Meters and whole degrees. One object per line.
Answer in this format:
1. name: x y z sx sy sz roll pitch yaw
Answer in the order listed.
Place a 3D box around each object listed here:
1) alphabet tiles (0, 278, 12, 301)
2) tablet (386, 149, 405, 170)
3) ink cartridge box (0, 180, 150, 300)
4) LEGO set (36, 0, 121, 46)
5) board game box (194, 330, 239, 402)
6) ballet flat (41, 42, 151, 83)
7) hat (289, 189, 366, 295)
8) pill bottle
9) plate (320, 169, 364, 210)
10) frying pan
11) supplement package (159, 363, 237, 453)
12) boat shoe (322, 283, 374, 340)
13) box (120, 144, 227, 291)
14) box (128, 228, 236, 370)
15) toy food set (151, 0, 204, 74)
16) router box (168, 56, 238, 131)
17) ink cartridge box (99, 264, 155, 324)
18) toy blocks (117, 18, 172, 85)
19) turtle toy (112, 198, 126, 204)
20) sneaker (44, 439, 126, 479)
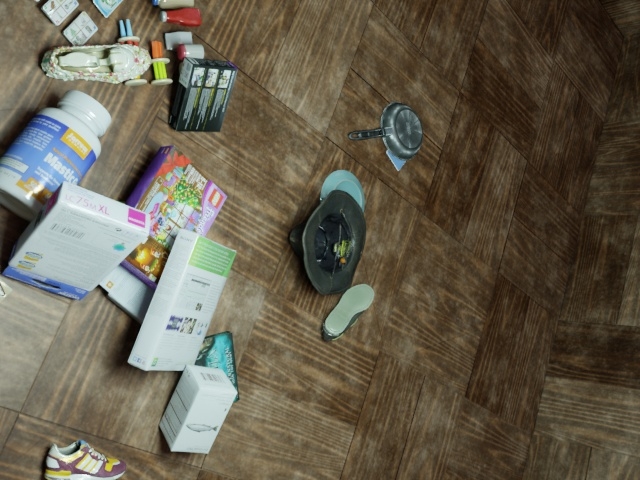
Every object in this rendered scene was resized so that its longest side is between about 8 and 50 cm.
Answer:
1. alphabet tiles: -0.743 0.147 1.368 0.198 0.009 0.237 53 58 -28
2. tablet: 0.249 -0.277 2.265 0.083 0.006 0.054 53 58 -27
3. ink cartridge box: -0.506 0.011 1.406 0.186 0.311 0.065 24 44 -33
4. LEGO set: -0.544 -0.581 1.550 0.244 0.060 0.182 -59 137 -24
5. board game box: -0.275 0.338 1.772 0.126 0.026 0.186 -11 96 -42
6. ballet flat: -0.489 -0.394 1.522 0.241 0.077 0.091 -13 98 -26
7. hat: 0.000 0.000 1.953 0.331 0.134 0.331 -23 117 -55
8. pill bottle: -0.560 -0.180 1.441 0.152 0.152 0.272 44 63 -32
9. plate: 0.075 -0.122 2.095 0.188 0.024 0.188 0 90 -43
10. frying pan: 0.227 -0.376 2.223 0.326 0.053 0.197 17 73 -41
11. supplement package: -0.296 0.406 1.653 0.105 0.105 0.179 16 105 -36
12. boat shoe: 0.079 0.215 2.067 0.081 0.068 0.228 40 50 11
13. box: -0.360 -0.047 1.607 0.201 0.057 0.293 46 59 -40
14. box: -0.315 0.147 1.612 0.322 0.058 0.232 -68 162 -5
15. toy food set: -0.356 -0.513 1.659 0.105 0.111 0.232 -9 95 -32
16. router box: -0.290 -0.356 1.697 0.133 0.046 0.179 -6 129 -42
17. ink cartridge box: -0.405 0.078 1.647 0.224 0.045 0.223 49 58 -29
18. toy blocks: -0.420 -0.448 1.637 0.123 0.054 0.148 -13 97 -41
19. turtle toy: -0.480 -0.047 1.567 0.130 0.066 0.095 -36 120 -38
20. sneaker: -0.514 0.487 1.527 0.185 0.070 0.083 12 87 -42
